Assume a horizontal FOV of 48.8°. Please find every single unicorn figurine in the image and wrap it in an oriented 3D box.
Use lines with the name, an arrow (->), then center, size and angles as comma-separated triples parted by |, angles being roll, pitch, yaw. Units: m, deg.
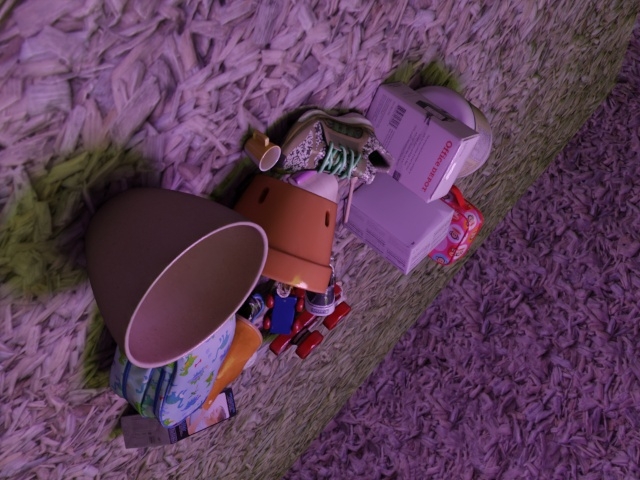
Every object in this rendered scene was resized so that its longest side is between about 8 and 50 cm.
unicorn figurine -> 0.054, 0.200, 2.493 | 0.111, 0.060, 0.162 | -33, 155, -28

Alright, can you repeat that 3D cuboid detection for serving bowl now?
serving bowl -> -0.233, 0.387, 2.275 | 0.083, 0.027, 0.083 | -40, 156, -22

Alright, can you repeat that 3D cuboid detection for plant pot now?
plant pot -> -0.087, -0.024, 1.608 | 0.203, 0.291, 0.291 | -68, 157, 0

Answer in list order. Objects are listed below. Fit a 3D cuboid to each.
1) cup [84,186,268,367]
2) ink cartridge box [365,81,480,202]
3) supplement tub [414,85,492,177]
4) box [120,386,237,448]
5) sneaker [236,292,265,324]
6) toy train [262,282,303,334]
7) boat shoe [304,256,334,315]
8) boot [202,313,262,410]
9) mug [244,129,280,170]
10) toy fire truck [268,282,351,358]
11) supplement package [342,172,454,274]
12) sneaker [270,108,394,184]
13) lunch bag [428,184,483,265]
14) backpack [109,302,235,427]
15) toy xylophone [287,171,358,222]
cup -> -0.296, 0.034, 1.309 | 0.331, 0.237, 0.331 | -40, 156, -23
ink cartridge box -> 0.246, -0.259, 1.846 | 0.115, 0.273, 0.198 | -23, 145, -50
supplement tub -> 0.366, -0.305, 2.056 | 0.235, 0.235, 0.325 | -57, 158, 14
box -> -0.385, 0.485, 1.946 | 0.169, 0.087, 0.290 | -14, 176, 30
sneaker -> -0.223, 0.230, 2.009 | 0.078, 0.067, 0.188 | -4, 126, -51
toy train -> -0.099, 0.140, 2.025 | 0.143, 0.105, 0.248 | -89, -173, -51
boat shoe -> -0.015, 0.088, 1.967 | 0.306, 0.113, 0.104 | -96, -170, -65
boot -> -0.247, 0.315, 1.765 | 0.211, 0.104, 0.295 | -53, 170, -27
mug -> -0.126, -0.198, 1.504 | 0.062, 0.064, 0.078 | -15, 138, -55
toy fire truck -> -0.042, 0.259, 2.278 | 0.302, 0.169, 0.254 | -45, 169, -12
supplement package -> 0.233, -0.068, 2.137 | 0.204, 0.262, 0.145 | -41, 157, -24
sneaker -> 0.050, -0.206, 1.672 | 0.410, 0.182, 0.158 | -20, 143, -51
lunch bag -> 0.396, -0.088, 2.390 | 0.120, 0.293, 0.258 | -23, 146, -41
backpack -> -0.338, 0.247, 1.598 | 0.355, 0.273, 0.290 | -48, 175, 29
toy xylophone -> -0.013, -0.078, 1.889 | 0.236, 0.081, 0.322 | -33, 152, -38
